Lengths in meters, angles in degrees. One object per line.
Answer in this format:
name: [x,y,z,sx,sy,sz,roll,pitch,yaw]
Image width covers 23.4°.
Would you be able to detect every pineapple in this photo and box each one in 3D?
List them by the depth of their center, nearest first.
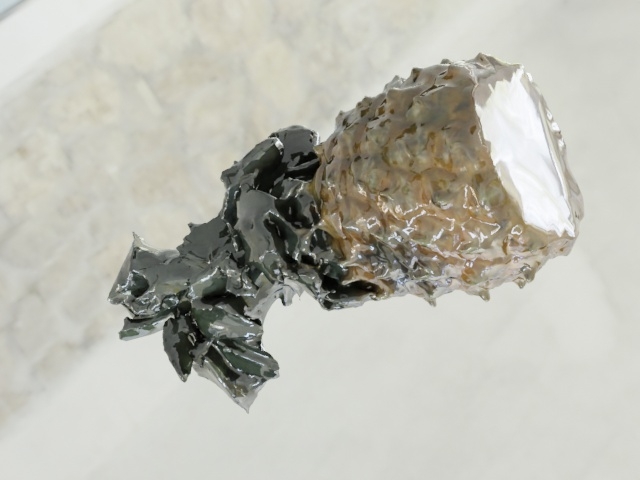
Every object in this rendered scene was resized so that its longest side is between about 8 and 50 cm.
pineapple: [0.000,0.000,0.734,0.237,0.111,0.119,-22,-145,28]
